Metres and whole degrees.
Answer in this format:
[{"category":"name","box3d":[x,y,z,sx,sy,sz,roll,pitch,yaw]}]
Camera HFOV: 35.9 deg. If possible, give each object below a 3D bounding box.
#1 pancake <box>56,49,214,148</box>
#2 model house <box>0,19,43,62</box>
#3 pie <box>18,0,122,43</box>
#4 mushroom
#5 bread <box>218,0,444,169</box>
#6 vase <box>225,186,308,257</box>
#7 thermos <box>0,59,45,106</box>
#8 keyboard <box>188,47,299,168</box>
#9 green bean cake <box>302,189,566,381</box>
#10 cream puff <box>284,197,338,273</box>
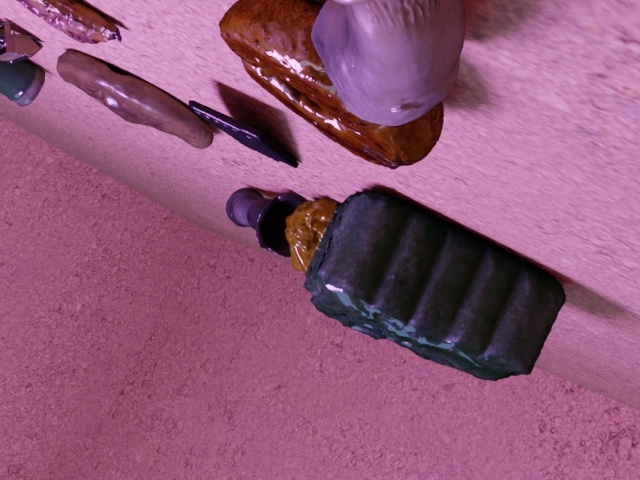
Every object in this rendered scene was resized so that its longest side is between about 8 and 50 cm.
[{"category":"pancake","box3d":[-0.265,-0.188,1.398,0.242,0.050,0.242,27,175,3]},{"category":"model house","box3d":[-0.438,-0.279,1.390,0.083,0.057,0.058,-5,180,43]},{"category":"pie","box3d":[-0.287,-0.248,1.029,0.170,0.034,0.092,28,171,-25]},{"category":"mushroom","box3d":[0.037,-0.116,0.514,0.081,0.092,0.223,-17,176,1]},{"category":"bread","box3d":[0.011,-0.119,0.726,0.193,0.064,0.193,32,176,3]},{"category":"vase","box3d":[-0.096,-0.044,1.749,0.115,0.115,0.237,29,179,-24]},{"category":"thermos","box3d":[-0.542,-0.292,1.595,0.188,0.073,0.083,32,174,-42]},{"category":"keyboard","box3d":[-0.091,-0.133,1.152,0.104,0.041,0.381,25,174,8]},{"category":"green bean cake","box3d":[0.140,0.070,1.334,0.308,0.169,0.300,25,174,-1]},{"category":"cream puff","box3d":[-0.001,-0.001,1.557,0.156,0.121,0.156,32,177,2]}]
